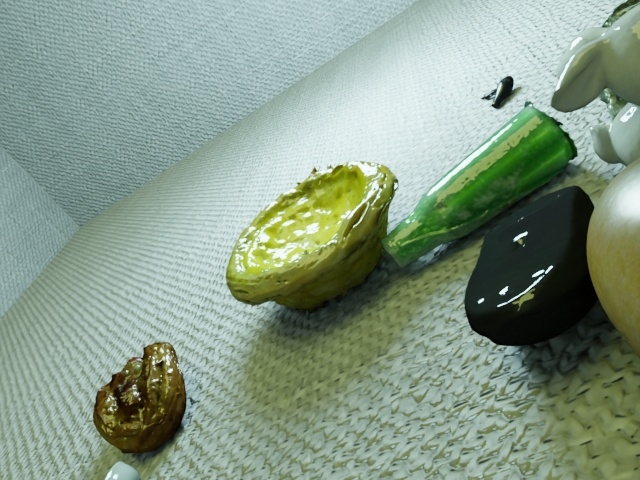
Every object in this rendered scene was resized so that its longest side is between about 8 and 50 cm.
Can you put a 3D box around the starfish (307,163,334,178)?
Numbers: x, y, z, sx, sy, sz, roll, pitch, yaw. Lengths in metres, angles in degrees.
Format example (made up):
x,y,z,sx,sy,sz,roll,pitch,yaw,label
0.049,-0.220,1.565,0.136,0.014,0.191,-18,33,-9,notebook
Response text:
x,y,z,sx,sy,sz,roll,pitch,yaw,label
-0.028,-0.087,1.300,0.150,0.053,0.210,-34,24,41,starfish

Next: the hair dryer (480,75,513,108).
x,y,z,sx,sy,sz,roll,pitch,yaw,label
0.346,-0.288,1.153,0.079,0.031,0.083,-57,14,-20,hair dryer

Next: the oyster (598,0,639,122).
x,y,z,sx,sy,sz,roll,pitch,yaw,label
0.496,-0.279,0.830,0.267,0.112,0.198,-27,45,4,oyster

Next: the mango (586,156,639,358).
x,y,z,sx,sy,sz,roll,pitch,yaw,label
0.320,0.011,0.417,0.221,0.199,0.384,-36,10,23,mango

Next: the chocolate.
x,y,z,sx,sy,sz,roll,pitch,yaw,label
0.216,-0.066,0.829,0.291,0.110,0.110,-38,23,6,chocolate

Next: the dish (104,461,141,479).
x,y,z,sx,sy,sz,roll,pitch,yaw,label
-0.237,0.357,0.717,0.141,0.077,0.141,-167,90,-89,dish

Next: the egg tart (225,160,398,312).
x,y,z,sx,sy,sz,roll,pitch,yaw,label
0.000,0.000,0.964,0.345,0.132,0.345,-31,25,16,egg tart

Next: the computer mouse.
x,y,z,sx,sy,sz,roll,pitch,yaw,label
0.235,0.036,0.614,0.137,0.086,0.270,-33,8,33,computer mouse

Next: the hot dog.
x,y,z,sx,sy,sz,roll,pitch,yaw,label
-0.294,0.254,0.963,0.160,0.099,0.227,-41,20,-10,hot dog

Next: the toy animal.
x,y,z,sx,sy,sz,roll,pitch,yaw,label
0.382,-0.173,0.679,0.178,0.193,0.127,-24,24,48,toy animal
